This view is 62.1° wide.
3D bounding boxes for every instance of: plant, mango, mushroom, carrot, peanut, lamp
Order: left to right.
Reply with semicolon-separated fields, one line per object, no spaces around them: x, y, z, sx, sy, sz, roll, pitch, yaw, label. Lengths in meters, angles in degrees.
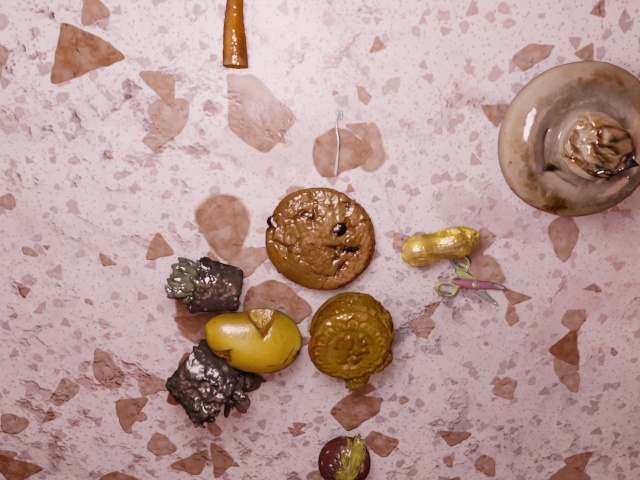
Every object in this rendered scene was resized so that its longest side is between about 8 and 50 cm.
-0.298;0.115;1.376;0.194;0.132;0.129;11;103;-11;plant
-0.287;0.391;1.433;0.234;0.204;0.178;43;104;-7;plant
-0.197;-0.510;1.232;0.061;0.061;0.210;1;102;-3;carrot
-0.175;0.261;1.405;0.262;0.130;0.167;5;94;-22;mango
0.070;0.655;1.549;0.156;0.135;0.157;-19;109;4;lamp
0.313;0.015;1.393;0.206;0.087;0.087;-14;107;4;peanut
0.599;-0.226;1.220;0.362;0.294;0.362;0;107;0;mushroom

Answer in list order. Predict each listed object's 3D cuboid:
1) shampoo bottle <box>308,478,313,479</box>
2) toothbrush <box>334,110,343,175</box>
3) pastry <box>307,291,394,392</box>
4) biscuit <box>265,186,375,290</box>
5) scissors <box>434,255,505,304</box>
-0.111;0.839;1.622;0.092;0.092;0.303;36;102;-12;shampoo bottle
0.041;-0.243;1.340;0.017;0.014;0.162;10;108;15;toothbrush
0.087;0.260;1.445;0.240;0.132;0.235;-41;113;17;pastry
0.001;0.001;1.381;0.296;0.075;0.296;-1;106;-2;biscuit
0.418;0.117;1.460;0.187;0.020;0.133;25;100;-8;scissors
